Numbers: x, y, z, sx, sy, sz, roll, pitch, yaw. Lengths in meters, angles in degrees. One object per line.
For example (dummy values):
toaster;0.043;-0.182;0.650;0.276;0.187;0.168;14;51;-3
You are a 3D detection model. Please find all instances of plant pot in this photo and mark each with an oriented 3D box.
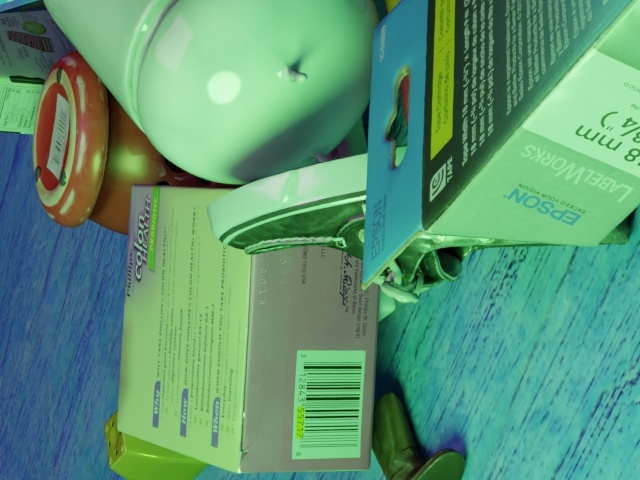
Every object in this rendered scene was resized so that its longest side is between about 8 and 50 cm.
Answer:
plant pot;-0.178;-0.095;1.822;0.191;0.174;0.191;-176;90;-65
plant pot;-0.166;0.196;1.864;0.081;0.083;0.081;-47;48;52

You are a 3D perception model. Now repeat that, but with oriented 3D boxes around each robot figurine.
robot figurine;-0.085;-0.178;1.453;0.200;0.300;0.353;-41;51;1

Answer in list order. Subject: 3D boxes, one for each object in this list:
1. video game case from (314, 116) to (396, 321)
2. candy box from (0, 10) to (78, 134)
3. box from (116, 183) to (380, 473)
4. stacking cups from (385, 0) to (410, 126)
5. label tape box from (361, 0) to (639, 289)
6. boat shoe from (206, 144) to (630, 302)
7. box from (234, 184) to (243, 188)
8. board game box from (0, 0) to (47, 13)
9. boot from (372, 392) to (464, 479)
video game case;0.000;0.000;1.562;0.173;0.022;0.190;-41;53;53
candy box;-0.290;-0.177;1.980;0.159;0.233;0.071;60;138;48
box;-0.061;0.065;1.522;0.243;0.117;0.213;5;92;61
stacking cups;0.069;-0.233;1.424;0.096;0.096;0.316;-32;59;59
label tape box;0.153;-0.133;1.146;0.333;0.106;0.240;-50;27;44
boat shoe;0.064;-0.010;1.295;0.306;0.113;0.105;-10;88;21
box;-0.053;-0.042;1.734;0.083;0.018;0.067;57;136;49
board game box;-0.257;-0.343;1.820;0.347;0.078;0.233;-40;-66;-77
boot;0.068;0.154;1.461;0.106;0.037;0.114;-58;34;40
